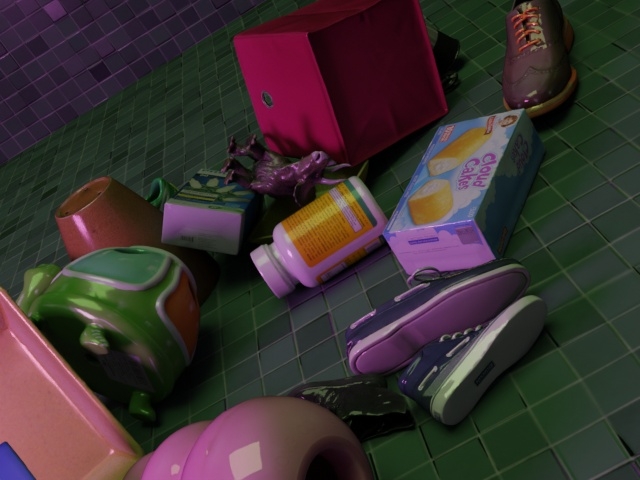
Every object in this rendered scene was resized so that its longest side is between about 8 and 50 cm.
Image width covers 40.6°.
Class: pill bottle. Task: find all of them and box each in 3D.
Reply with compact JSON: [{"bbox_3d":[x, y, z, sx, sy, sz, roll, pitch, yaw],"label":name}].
[{"bbox_3d":[0.000,0.000,1.358,0.208,0.117,0.117,-33,27,1],"label":"pill bottle"}]

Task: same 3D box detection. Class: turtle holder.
[{"bbox_3d":[-0.332,0.131,1.370,0.320,0.243,0.227,-15,33,43],"label":"turtle holder"}]

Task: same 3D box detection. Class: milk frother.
[{"bbox_3d":[0.202,-0.366,1.713,0.129,0.134,0.143,-63,23,9],"label":"milk frother"}]

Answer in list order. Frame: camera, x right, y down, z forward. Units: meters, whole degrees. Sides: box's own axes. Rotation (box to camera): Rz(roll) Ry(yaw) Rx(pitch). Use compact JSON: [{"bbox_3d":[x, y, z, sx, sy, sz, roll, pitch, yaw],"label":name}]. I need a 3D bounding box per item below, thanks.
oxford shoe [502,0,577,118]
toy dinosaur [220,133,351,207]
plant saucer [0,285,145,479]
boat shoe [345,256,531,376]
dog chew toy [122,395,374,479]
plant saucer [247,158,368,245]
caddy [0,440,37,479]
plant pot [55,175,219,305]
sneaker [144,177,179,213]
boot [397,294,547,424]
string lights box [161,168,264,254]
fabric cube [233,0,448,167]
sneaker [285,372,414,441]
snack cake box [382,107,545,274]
[{"bbox_3d":[0.358,-0.330,1.491,0.130,0.133,0.364,-18,31,26],"label":"oxford shoe"},{"bbox_3d":[-0.088,-0.119,1.545,0.121,0.160,0.313,-64,21,-5],"label":"toy dinosaur"},{"bbox_3d":[-0.457,0.288,1.205,0.333,0.333,0.081,-42,-5,-2],"label":"plant saucer"},{"bbox_3d":[0.143,0.086,1.101,0.254,0.095,0.079,-35,37,17],"label":"boat shoe"},{"bbox_3d":[-0.101,0.283,0.940,0.332,0.206,0.207,-20,29,41],"label":"dog chew toy"},{"bbox_3d":[-0.011,-0.057,1.539,0.188,0.045,0.188,-10,36,38],"label":"plant saucer"},{"bbox_3d":[-0.350,0.385,0.981,0.179,0.241,0.341,-40,27,-22],"label":"caddy"},{"bbox_3d":[-0.348,0.017,1.554,0.237,0.254,0.237,-25,28,14],"label":"plant pot"},{"bbox_3d":[-0.409,-0.019,1.814,0.109,0.123,0.295,5,47,50],"label":"sneaker"},{"bbox_3d":[0.176,0.124,1.017,0.190,0.069,0.086,-42,38,-15],"label":"boot"},{"bbox_3d":[-0.186,-0.056,1.560,0.133,0.077,0.260,9,18,3],"label":"string lights box"},{"bbox_3d":[0.036,-0.306,1.617,0.259,0.254,0.258,-30,25,-26],"label":"fabric cube"},{"bbox_3d":[0.028,0.210,1.057,0.170,0.051,0.089,-17,29,12],"label":"sneaker"},{"bbox_3d":[0.217,-0.074,1.279,0.152,0.089,0.264,-10,36,39],"label":"snack cake box"}]
